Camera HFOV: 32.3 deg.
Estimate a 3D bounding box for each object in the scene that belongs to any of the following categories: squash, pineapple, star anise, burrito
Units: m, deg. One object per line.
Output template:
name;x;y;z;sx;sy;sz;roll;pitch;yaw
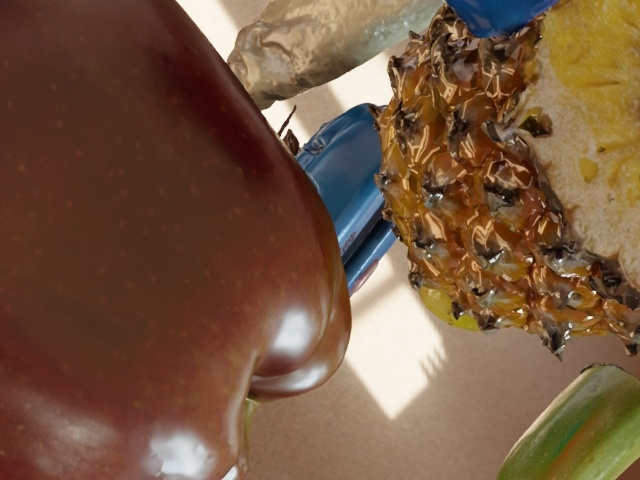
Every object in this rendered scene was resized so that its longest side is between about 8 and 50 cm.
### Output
squash;0.218;0.195;0.985;0.188;0.095;0.095;-35;109;-32
pineapple;0.211;-0.080;0.857;0.352;0.300;0.352;1;88;-22
star anise;-0.051;-0.156;1.915;0.097;0.070;0.191;28;62;-26
burrito;0.024;-0.239;1.176;0.076;0.392;0.117;-10;82;-50

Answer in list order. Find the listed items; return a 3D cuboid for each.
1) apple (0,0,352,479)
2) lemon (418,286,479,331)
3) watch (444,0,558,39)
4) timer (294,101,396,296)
apple;-0.146;0.001;0.548;0.317;0.288;0.288;43;40;6
lemon;0.322;0.046;2.261;0.297;0.297;0.297;19;66;-49
watch;0.108;-0.185;0.467;0.171;0.200;0.196;42;11;-6
timer;0.000;0.000;1.231;0.115;0.340;0.309;39;5;10
